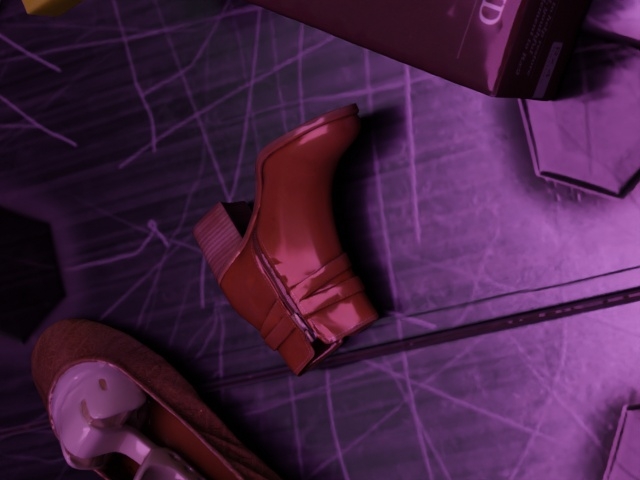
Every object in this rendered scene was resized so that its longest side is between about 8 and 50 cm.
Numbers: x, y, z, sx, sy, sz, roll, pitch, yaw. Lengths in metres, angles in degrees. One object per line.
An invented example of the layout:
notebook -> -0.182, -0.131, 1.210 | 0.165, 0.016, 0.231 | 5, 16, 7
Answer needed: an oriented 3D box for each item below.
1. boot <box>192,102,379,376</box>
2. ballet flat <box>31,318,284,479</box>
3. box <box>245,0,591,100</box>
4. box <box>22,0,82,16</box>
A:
boot -> 0.000, 0.000, 1.345 | 0.197, 0.073, 0.152 | -46, 73, 35
ballet flat -> -0.133, 0.182, 1.394 | 0.342, 0.124, 0.116 | 41, 110, 18
box -> 0.017, -0.255, 1.279 | 0.381, 0.143, 0.191 | 23, 104, 22
box -> -0.162, -0.254, 1.271 | 0.178, 0.042, 0.109 | -28, 82, 27
